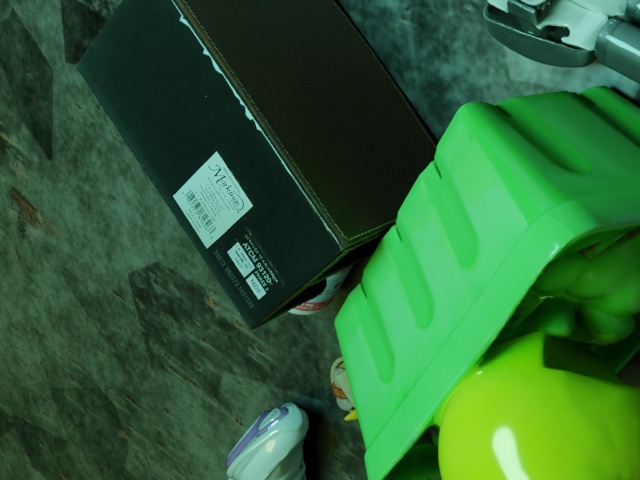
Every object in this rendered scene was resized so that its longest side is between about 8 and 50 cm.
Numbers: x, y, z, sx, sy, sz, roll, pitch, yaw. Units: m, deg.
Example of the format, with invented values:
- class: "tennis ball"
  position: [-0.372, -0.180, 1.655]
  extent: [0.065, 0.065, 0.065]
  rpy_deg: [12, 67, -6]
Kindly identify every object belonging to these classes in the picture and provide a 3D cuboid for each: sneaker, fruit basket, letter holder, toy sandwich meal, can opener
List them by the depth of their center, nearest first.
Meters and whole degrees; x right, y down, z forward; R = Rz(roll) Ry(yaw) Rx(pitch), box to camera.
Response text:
- class: "can opener"
  position: [0.251, -0.153, 0.911]
  extent: [0.280, 0.074, 0.093]
  rpy_deg: [33, 165, 32]
- class: "fruit basket"
  position: [0.191, 0.110, 0.929]
  extent: [0.392, 0.283, 0.391]
  rpy_deg: [22, 117, 52]
- class: "letter holder"
  position: [-0.041, -0.107, 1.099]
  extent: [0.152, 0.214, 0.301]
  rpy_deg: [-41, 79, 40]
- class: "toy sandwich meal"
  position: [0.037, 0.168, 1.315]
  extent: [0.086, 0.029, 0.085]
  rpy_deg: [23, 125, 37]
- class: "sneaker"
  position: [-0.047, 0.311, 1.439]
  extent: [0.152, 0.114, 0.305]
  rpy_deg: [33, 137, 12]

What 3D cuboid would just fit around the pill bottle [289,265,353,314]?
- class: "pill bottle"
  position: [0.000, 0.000, 1.222]
  extent: [0.087, 0.087, 0.160]
  rpy_deg: [48, 138, 17]
